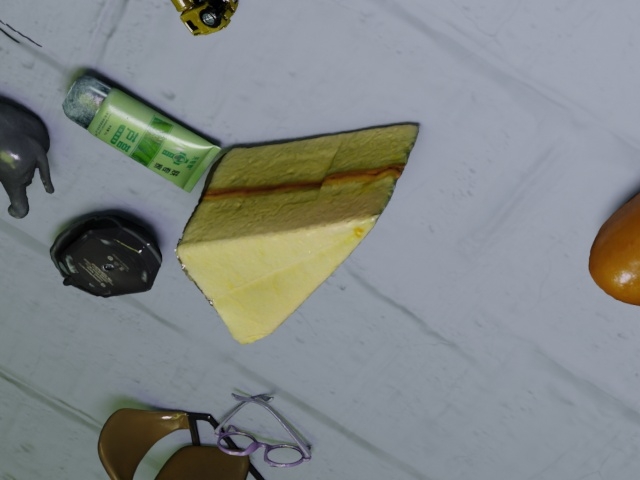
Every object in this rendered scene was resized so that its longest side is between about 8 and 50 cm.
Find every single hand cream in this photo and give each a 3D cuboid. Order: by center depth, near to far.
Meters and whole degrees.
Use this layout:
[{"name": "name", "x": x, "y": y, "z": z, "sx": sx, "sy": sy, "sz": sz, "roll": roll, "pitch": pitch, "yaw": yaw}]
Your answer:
[{"name": "hand cream", "x": -0.204, "y": -0.120, "z": 1.732, "sx": 0.175, "sy": 0.046, "sz": 0.095, "roll": 32, "pitch": 138, "yaw": -8}]

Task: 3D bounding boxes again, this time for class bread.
[{"name": "bread", "x": 0.003, "y": -0.001, "z": 1.646, "sx": 0.264, "sy": 0.168, "sz": 0.163, "roll": -6, "pitch": 131, "yaw": 33}]

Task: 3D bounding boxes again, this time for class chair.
[{"name": "chair", "x": -0.183, "y": 0.342, "z": 2.133, "sx": 0.172, "sy": 0.159, "sz": 0.247, "roll": 5, "pitch": 137, "yaw": 29}]

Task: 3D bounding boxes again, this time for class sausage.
[{"name": "sausage", "x": 0.353, "y": -0.025, "z": 1.469, "sx": 0.105, "sy": 0.105, "sz": 0.274, "roll": 34, "pitch": 140, "yaw": -7}]

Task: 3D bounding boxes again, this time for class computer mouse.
[{"name": "computer mouse", "x": -0.256, "y": 0.015, "z": 1.898, "sx": 0.106, "sy": 0.062, "sz": 0.192, "roll": 46, "pitch": 144, "yaw": -22}]

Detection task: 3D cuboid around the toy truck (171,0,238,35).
[{"name": "toy truck", "x": -0.122, "y": -0.245, "z": 1.548, "sx": 0.054, "sy": 0.049, "sz": 0.083, "roll": -12, "pitch": 126, "yaw": 40}]

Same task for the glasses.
[{"name": "glasses", "x": -0.078, "y": 0.235, "z": 2.060, "sx": 0.140, "sy": 0.062, "sz": 0.104, "roll": 11, "pitch": 116, "yaw": 20}]

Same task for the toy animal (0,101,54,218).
[{"name": "toy animal", "x": -0.425, "y": -0.131, "z": 1.827, "sx": 0.269, "sy": 0.082, "sz": 0.137, "roll": 31, "pitch": 138, "yaw": 3}]
